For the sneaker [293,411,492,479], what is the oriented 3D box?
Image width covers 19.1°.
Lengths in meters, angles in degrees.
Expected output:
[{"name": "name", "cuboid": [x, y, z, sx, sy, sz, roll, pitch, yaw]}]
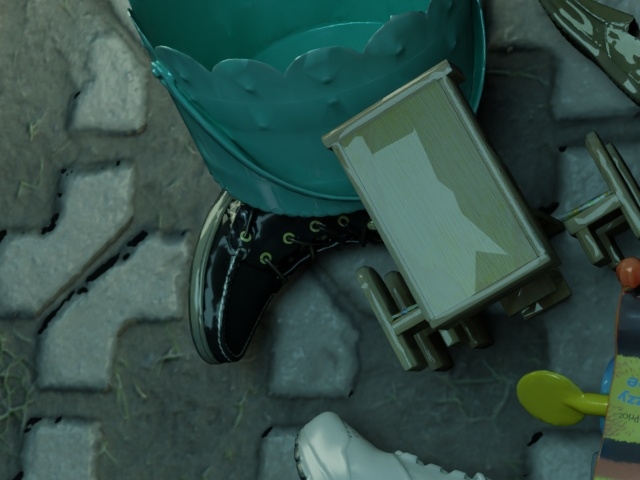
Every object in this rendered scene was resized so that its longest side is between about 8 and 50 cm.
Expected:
[{"name": "sneaker", "cuboid": [0.091, 0.224, 1.451, 0.129, 0.111, 0.297, -43, 53, -4]}]

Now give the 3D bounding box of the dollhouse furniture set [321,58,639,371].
[{"name": "dollhouse furniture set", "cuboid": [0.118, -0.023, 1.434, 0.212, 0.242, 0.161, -31, 77, 13]}]

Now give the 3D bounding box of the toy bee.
[{"name": "toy bee", "cuboid": [0.232, 0.091, 1.355, 0.195, 0.162, 0.298, -15, 53, 17]}]

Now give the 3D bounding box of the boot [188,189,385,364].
[{"name": "boot", "cuboid": [0.000, -0.002, 1.566, 0.178, 0.085, 0.236, 7, 67, 25]}]

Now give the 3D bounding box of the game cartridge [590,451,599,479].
[{"name": "game cartridge", "cuboid": [0.288, 0.330, 1.355, 0.230, 0.068, 0.355, -2, 70, 28]}]

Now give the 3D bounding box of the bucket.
[{"name": "bucket", "cuboid": [-0.002, -0.163, 1.519, 0.281, 0.183, 0.281, -9, 45, 9]}]

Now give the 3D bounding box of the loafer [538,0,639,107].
[{"name": "loafer", "cuboid": [0.232, -0.168, 1.541, 0.050, 0.056, 0.148, -43, 72, 6]}]
